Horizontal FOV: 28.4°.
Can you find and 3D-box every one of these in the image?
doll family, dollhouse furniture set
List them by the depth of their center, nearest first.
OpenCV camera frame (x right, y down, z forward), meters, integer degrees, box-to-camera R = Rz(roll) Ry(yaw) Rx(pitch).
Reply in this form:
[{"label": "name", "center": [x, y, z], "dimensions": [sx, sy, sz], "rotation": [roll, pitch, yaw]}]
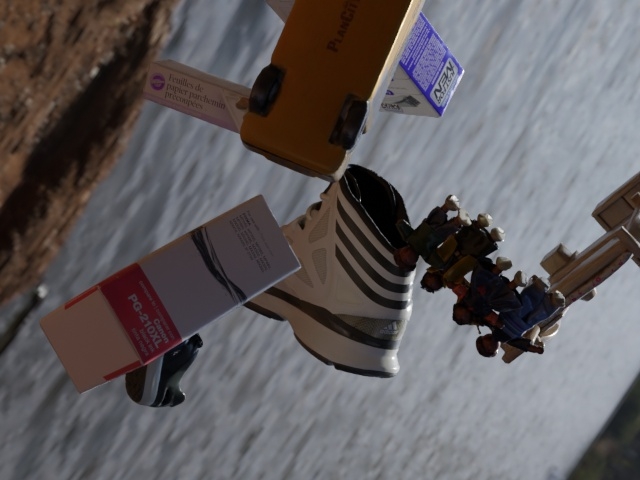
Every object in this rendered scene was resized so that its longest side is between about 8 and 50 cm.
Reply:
[{"label": "doll family", "center": [0.155, 0.045, 1.277], "dimensions": [0.111, 0.193, 0.076], "rotation": [-47, 166, 31]}, {"label": "dollhouse furniture set", "center": [0.420, 0.038, 1.588], "dimensions": [0.303, 0.174, 0.355], "rotation": [-43, 180, 32]}]

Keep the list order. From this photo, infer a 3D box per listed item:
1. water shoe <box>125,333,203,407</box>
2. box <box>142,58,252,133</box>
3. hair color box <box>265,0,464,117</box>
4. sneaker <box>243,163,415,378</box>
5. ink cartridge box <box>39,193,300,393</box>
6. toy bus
[{"label": "water shoe", "center": [-0.189, 0.112, 1.604], "dimensions": [0.080, 0.073, 0.203], "rotation": [14, 93, -39]}, {"label": "box", "center": [-0.127, -0.209, 2.011], "dimensions": [0.067, 0.324, 0.063], "rotation": [-29, 137, -65]}, {"label": "hair color box", "center": [0.065, -0.337, 2.010], "dimensions": [0.339, 0.185, 0.110], "rotation": [47, 65, -43]}, {"label": "sneaker", "center": [0.001, 0.000, 1.830], "dimensions": [0.169, 0.447, 0.257], "rotation": [10, 103, -38]}, {"label": "ink cartridge box", "center": [-0.164, 0.059, 1.396], "dimensions": [0.237, 0.100, 0.172], "rotation": [-31, -177, -37]}, {"label": "toy bus", "center": [0.034, -0.220, 1.232], "dimensions": [0.130, 0.108, 0.332], "rotation": [74, 38, -82]}]
